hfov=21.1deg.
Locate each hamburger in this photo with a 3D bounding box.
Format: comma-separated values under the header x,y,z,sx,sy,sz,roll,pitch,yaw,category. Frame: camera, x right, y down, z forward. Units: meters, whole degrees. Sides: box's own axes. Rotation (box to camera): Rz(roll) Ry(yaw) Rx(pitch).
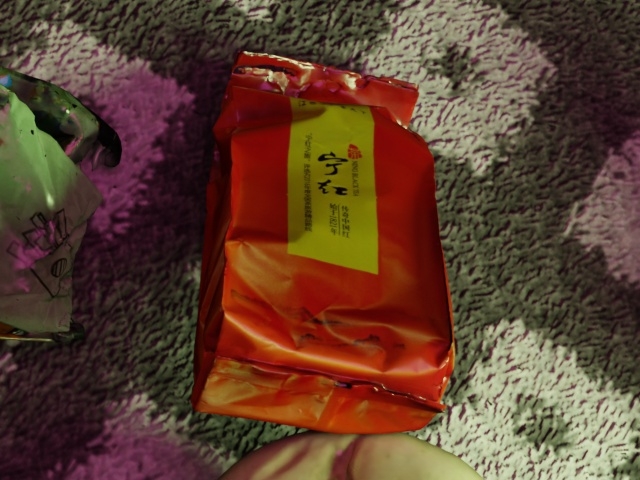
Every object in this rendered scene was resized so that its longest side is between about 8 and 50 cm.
x,y,z,sx,sy,sz,roll,pitch,yaw,category
-0.300,-0.043,1.422,0.260,0.150,0.276,13,72,-10,hamburger

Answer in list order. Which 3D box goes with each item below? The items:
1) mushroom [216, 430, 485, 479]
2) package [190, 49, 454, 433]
x,y,z,sx,sy,sz,roll,pitch,yaw,category
0.014,0.301,1.281,0.314,0.336,0.314,0,94,1,mushroom
0.000,0.000,1.418,0.196,0.123,0.423,10,37,-10,package
